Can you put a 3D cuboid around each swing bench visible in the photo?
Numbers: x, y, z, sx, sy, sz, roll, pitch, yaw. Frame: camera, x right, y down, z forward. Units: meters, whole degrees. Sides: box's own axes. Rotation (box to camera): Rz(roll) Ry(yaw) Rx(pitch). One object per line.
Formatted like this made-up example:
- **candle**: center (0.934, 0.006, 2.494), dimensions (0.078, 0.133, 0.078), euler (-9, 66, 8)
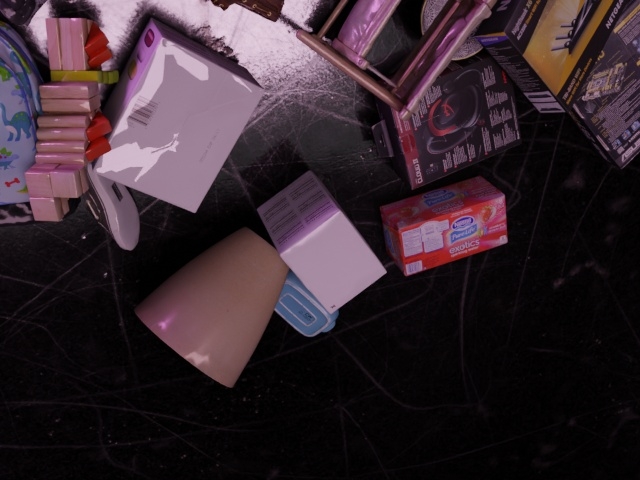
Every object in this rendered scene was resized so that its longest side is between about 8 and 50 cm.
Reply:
- **swing bench**: center (0.137, -0.391, 1.323), dimensions (0.255, 0.165, 0.253), euler (37, 106, 0)

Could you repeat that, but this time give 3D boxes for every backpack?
- **backpack**: center (-0.571, -0.195, 1.221), dimensions (0.290, 0.273, 0.355), euler (-3, 106, -10)

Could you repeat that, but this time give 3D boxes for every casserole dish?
- **casserole dish**: center (-0.047, 0.145, 1.646), dimensions (0.188, 0.037, 0.114), euler (43, 122, -12)

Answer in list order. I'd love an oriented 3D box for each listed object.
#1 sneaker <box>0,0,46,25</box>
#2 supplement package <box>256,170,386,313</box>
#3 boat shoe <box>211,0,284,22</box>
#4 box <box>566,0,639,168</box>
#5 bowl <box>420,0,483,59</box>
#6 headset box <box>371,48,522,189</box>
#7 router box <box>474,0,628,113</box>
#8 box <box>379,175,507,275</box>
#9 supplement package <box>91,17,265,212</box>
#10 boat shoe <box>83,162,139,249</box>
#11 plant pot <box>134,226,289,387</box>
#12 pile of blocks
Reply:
- **sneaker**: center (-0.437, -0.420, 1.214), dimensions (0.269, 0.101, 0.153), euler (15, 112, -19)
- **supplement package**: center (0.000, 0.000, 1.531), dimensions (0.149, 0.203, 0.194), euler (-37, 123, 3)
- **boat shoe**: center (-0.160, -0.442, 1.309), dimensions (0.207, 0.073, 0.073), euler (10, 112, -23)
- **box**: center (0.712, -0.400, 1.624), dimensions (0.395, 0.097, 0.318), euler (-46, 124, 9)
- **bowl**: center (0.259, -0.447, 1.448), dimensions (0.170, 0.080, 0.170), euler (-8, 119, -15)
- **headset box**: center (0.249, -0.257, 1.531), dimensions (0.293, 0.110, 0.218), euler (-24, 122, -6)
- **router box**: center (0.463, -0.445, 1.452), dimensions (0.243, 0.081, 0.308), euler (37, 76, -31)
- **box**: center (0.276, -0.036, 1.654), dimensions (0.257, 0.122, 0.128), euler (-18, 122, -9)
- **supplement package**: center (-0.263, -0.220, 1.318), dimensions (0.204, 0.145, 0.262), euler (23, 108, -30)
- **boat shoe**: center (-0.414, -0.075, 1.430), dimensions (0.070, 0.077, 0.219), euler (1, 127, 19)
- **plant pot**: center (-0.196, 0.114, 1.525), dimensions (0.256, 0.256, 0.274), euler (42, 82, -32)
- **pile of blocks**: center (-0.387, -0.203, 1.224), dimensions (0.113, 0.149, 0.362), euler (3, 80, 9)
